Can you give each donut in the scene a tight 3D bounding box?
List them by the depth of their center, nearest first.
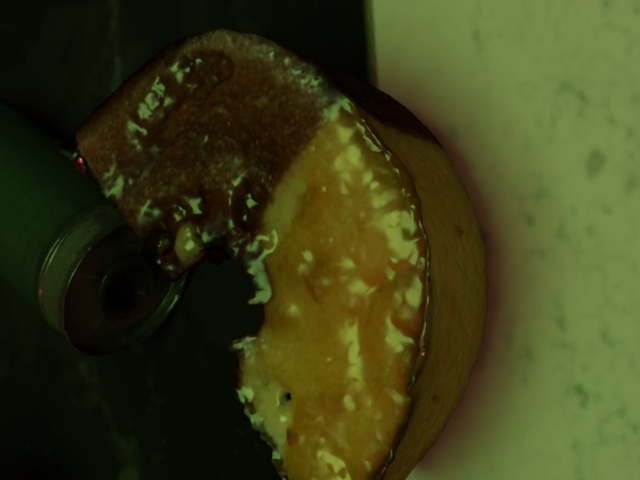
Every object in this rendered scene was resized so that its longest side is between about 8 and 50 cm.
[{"bbox_3d":[0.000,0.001,0.765,0.141,0.085,0.217,-45,63,30],"label":"donut"}]

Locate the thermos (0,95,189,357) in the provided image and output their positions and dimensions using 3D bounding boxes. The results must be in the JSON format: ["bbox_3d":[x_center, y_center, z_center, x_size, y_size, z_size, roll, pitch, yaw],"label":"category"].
[{"bbox_3d":[-0.146,-0.020,0.903,0.187,0.083,0.073,37,90,36],"label":"thermos"}]
